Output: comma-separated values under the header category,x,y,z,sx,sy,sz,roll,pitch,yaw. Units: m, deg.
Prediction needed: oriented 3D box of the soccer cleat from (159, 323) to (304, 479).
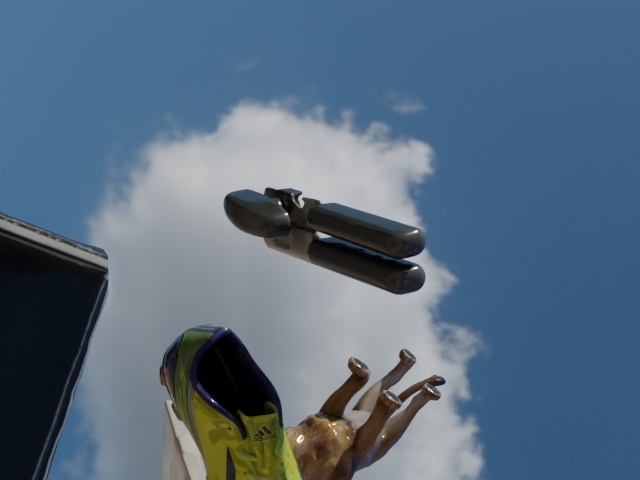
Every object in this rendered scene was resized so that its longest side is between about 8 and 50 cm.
category,x,y,z,sx,sy,sz,roll,pitch,yaw
soccer cleat,-0.065,0.217,1.104,0.121,0.093,0.289,-29,-90,52

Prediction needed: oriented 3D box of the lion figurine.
category,x,y,z,sx,sy,sz,roll,pitch,yaw
lion figurine,0.047,0.291,1.623,0.142,0.392,0.240,41,-75,28

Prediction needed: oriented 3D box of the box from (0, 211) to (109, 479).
category,x,y,z,sx,sy,sz,roll,pitch,yaw
box,-0.463,0.047,0.611,0.471,0.479,0.298,8,-103,52

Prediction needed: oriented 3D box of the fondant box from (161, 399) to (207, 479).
category,x,y,z,sx,sy,sz,roll,pitch,yaw
fondant box,-0.145,0.402,1.411,0.238,0.096,0.330,-128,-141,-63

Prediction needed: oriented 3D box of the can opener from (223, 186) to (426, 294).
category,x,y,z,sx,sy,sz,roll,pitch,yaw
can opener,0.000,0.000,1.161,0.280,0.093,0.074,17,-65,49
